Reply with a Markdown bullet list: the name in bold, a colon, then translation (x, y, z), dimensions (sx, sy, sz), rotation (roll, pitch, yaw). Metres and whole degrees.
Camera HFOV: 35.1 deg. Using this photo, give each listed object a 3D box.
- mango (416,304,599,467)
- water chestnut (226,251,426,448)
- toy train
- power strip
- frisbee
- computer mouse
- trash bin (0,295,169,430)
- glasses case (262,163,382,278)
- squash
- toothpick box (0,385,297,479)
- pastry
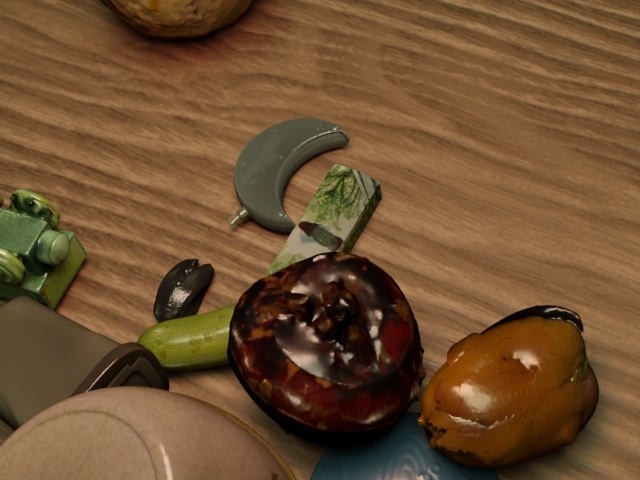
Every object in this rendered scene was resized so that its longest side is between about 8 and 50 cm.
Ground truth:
- **mango**: translation (0.272, 0.220, 1.444), dimensions (0.287, 0.152, 0.201), rotation (-21, 52, -17)
- **water chestnut**: translation (0.016, 0.142, 1.455), dimensions (0.300, 0.300, 0.300), rotation (-4, 58, 6)
- **toy train**: translation (-0.531, 0.005, 1.682), dimensions (0.272, 0.188, 0.159), rotation (14, 61, 19)
- **power strip**: translation (-0.070, -0.114, 1.765), dimensions (0.167, 0.054, 0.253), rotation (20, 63, 26)
- **frisbee**: translation (0.118, 0.374, 1.440), dimensions (0.289, 0.049, 0.289), rotation (-3, 58, 5)
- **computer mouse**: translation (-0.229, 0.080, 1.675), dimensions (0.079, 0.047, 0.135), rotation (22, 62, 19)
- **trash bin**: translation (-0.391, 0.220, 1.516), dimensions (0.250, 0.219, 0.220), rotation (26, 63, 29)
- **glasses case**: translation (0.000, 0.000, 1.684), dimensions (0.095, 0.062, 0.272), rotation (21, 64, 20)
- **squash**: translation (-0.201, 0.163, 1.597), dimensions (0.188, 0.095, 0.095), rotation (-14, 57, 5)
- **toothpick box**: translation (-0.204, 0.406, 1.250), dimensions (0.409, 0.425, 0.409), rotation (-14, 55, 20)
- **pastry**: translation (-0.287, -0.558, 1.921), dimensions (0.388, 0.312, 0.388), rotation (15, 61, -28)
